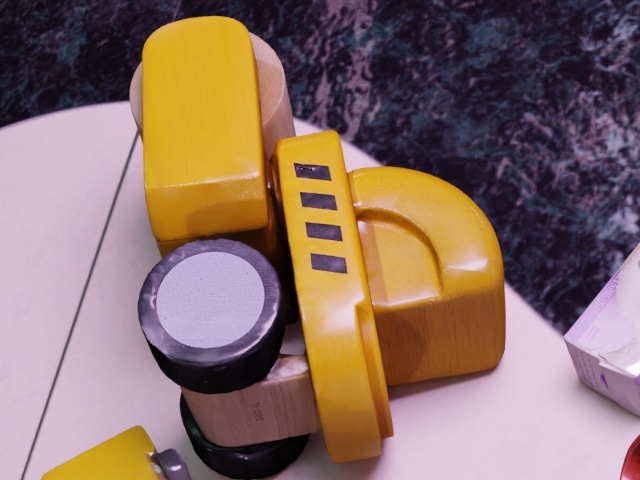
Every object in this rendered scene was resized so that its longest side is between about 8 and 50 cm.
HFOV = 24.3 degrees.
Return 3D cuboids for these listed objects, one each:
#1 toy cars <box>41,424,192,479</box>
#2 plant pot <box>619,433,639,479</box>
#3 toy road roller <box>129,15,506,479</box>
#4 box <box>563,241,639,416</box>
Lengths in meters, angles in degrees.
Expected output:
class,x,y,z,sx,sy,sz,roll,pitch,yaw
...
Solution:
class,x,y,z,sx,sy,sz,roll,pitch,yaw
toy cars,-0.010,0.239,0.959,0.394,0.087,0.176,10,51,17
plant pot,0.284,0.212,0.750,0.236,0.267,0.267,16,61,1
toy road roller,0.000,0.000,1.069,0.241,0.202,0.329,-9,58,1
box,0.293,-0.021,1.041,0.063,0.067,0.324,31,71,35
